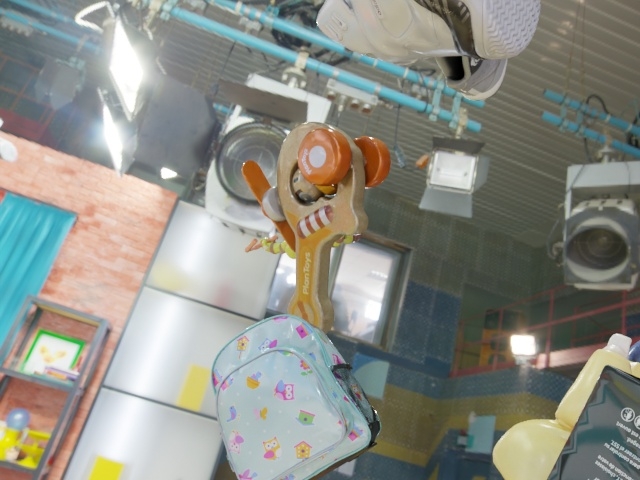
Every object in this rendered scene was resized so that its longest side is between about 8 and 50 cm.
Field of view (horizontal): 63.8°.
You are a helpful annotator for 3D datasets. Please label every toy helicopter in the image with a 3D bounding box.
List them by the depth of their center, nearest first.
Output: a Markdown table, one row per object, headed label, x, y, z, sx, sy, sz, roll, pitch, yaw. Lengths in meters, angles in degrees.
| label | x | y | z | sx | sy | sz | roll | pitch | yaw |
| --- | --- | --- | --- | --- | --- | --- | --- | --- | --- |
| toy helicopter | -0.025 | -0.014 | 0.849 | 0.235 | 0.355 | 0.140 | 8 | 8 | 38 |

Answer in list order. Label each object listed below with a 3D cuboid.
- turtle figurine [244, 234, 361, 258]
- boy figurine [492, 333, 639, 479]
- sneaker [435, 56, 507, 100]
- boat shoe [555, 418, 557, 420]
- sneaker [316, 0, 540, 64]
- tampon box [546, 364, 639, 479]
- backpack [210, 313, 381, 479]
| label | x | y | z | sx | sy | sz | roll | pitch | yaw |
| --- | --- | --- | --- | --- | --- | --- | --- | --- | --- |
| turtle figurine | 0.000 | 0.000 | 1.031 | 0.269 | 0.087 | 0.217 | -14 | 5 | 35 |
| boy figurine | 0.312 | 0.194 | 0.557 | 0.092 | 0.285 | 0.177 | 25 | -39 | 60 |
| sneaker | 0.206 | -0.305 | 0.670 | 0.086 | 0.229 | 0.132 | 16 | 16 | 40 |
| boat shoe | 0.417 | 0.307 | 0.808 | 0.098 | 0.277 | 0.096 | 20 | -40 | 53 |
| sneaker | 0.049 | -0.312 | 0.518 | 0.366 | 0.137 | 0.210 | 38 | -18 | -32 |
| tampon box | 0.185 | 0.170 | 0.260 | 0.120 | 0.161 | 0.101 | 22 | 5 | -27 |
| backpack | -0.042 | 0.184 | 0.604 | 0.165 | 0.188 | 0.144 | -33 | -26 | 7 |
